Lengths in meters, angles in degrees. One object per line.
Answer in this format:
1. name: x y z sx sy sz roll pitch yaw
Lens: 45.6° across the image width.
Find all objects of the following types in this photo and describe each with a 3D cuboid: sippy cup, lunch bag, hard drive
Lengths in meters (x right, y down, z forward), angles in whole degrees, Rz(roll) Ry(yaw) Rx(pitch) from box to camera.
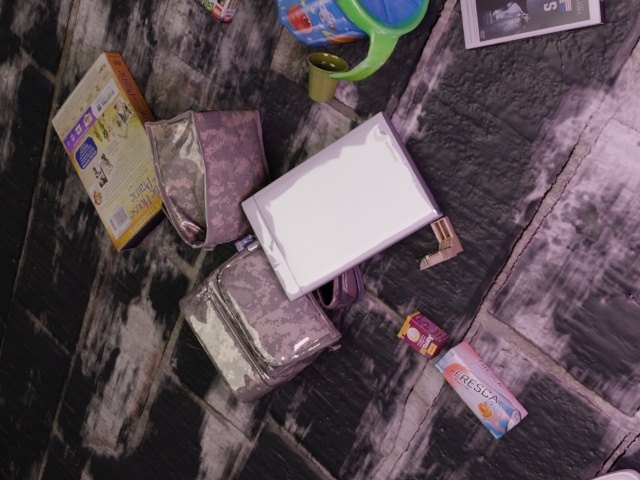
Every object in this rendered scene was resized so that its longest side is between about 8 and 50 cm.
1. sippy cup: 0.042 -0.462 1.389 0.224 0.306 0.240 -4 142 48
2. lunch bag: -0.228 -0.131 1.652 0.168 0.235 0.287 -8 95 33
3. hard drive: 0.034 -0.063 1.518 0.353 0.047 0.233 -31 79 20
4. lunch bag: -0.122 0.162 1.670 0.256 0.212 0.305 -37 78 20

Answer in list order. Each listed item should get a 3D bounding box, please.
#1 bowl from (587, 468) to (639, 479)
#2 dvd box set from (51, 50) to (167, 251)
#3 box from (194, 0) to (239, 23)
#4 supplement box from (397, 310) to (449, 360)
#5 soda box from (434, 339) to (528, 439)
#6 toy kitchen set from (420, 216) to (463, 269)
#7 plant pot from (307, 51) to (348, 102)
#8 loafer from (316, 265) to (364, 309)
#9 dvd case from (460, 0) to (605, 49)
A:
1. bowl: 0.529 0.470 1.331 0.142 0.053 0.142 -37 78 38
2. dvd box set: -0.520 -0.224 1.966 0.307 0.062 0.421 -38 77 37
3. box: -0.256 -0.587 1.691 0.207 0.036 0.114 44 124 21
4. supplement box: 0.205 0.190 1.518 0.083 0.043 0.055 37 119 25
5. soda box: 0.304 0.282 1.451 0.183 0.063 0.058 50 126 18
6. toy kitchen set: 0.211 0.007 1.444 0.068 0.083 0.075 -28 84 38
7. plant pot: 0.007 -0.324 1.533 0.083 0.083 0.079 36 133 26
8. loafer: 0.000 0.000 1.596 0.109 0.095 0.303 -25 85 40
9. dvd case: 0.345 -0.429 1.272 0.238 0.029 0.180 -2 100 38
